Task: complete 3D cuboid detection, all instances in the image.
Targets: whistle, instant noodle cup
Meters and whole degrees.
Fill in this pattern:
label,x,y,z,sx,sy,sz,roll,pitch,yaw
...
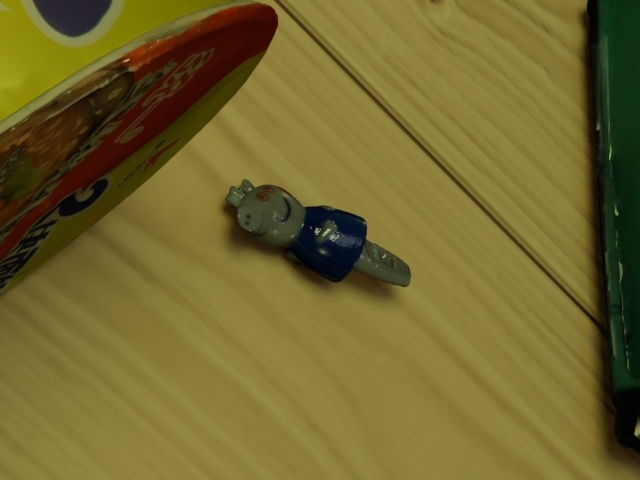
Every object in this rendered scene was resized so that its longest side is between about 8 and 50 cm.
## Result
label,x,y,z,sx,sy,sz,roll,pitch,yaw
whistle,0.000,0.000,0.628,0.083,0.029,0.033,23,31,-20
instant noodle cup,-0.146,-0.066,0.461,0.213,0.213,0.174,-37,88,-36

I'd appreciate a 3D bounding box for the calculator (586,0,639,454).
label,x,y,z,sx,sy,sz,roll,pitch,yaw
calculator,0.247,-0.002,0.773,0.274,0.058,0.248,12,69,-31
